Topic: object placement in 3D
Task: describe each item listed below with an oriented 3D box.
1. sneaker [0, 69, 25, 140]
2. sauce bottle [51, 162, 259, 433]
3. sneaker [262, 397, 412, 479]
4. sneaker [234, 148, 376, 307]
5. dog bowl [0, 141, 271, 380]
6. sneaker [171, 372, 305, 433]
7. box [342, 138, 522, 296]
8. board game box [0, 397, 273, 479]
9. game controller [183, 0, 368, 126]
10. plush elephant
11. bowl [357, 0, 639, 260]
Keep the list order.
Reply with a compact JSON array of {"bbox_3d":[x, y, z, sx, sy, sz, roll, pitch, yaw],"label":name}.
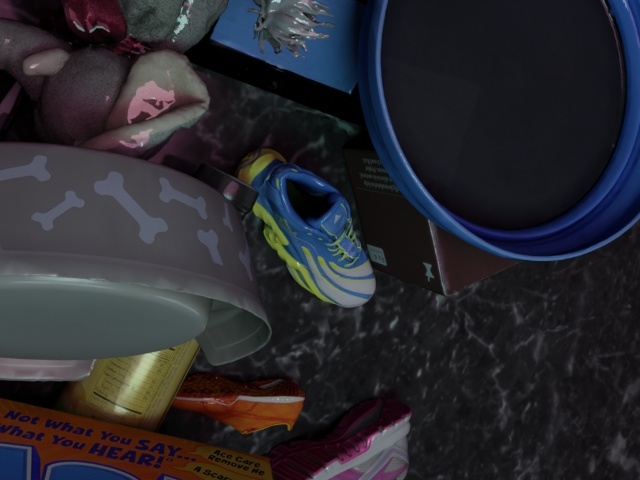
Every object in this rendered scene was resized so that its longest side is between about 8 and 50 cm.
[{"bbox_3d":[-0.382,-0.074,0.720,0.124,0.107,0.283,38,82,-21],"label":"sneaker"},{"bbox_3d":[-0.172,0.086,0.842,0.111,0.111,0.344,29,87,-28],"label":"sauce bottle"},{"bbox_3d":[0.016,0.298,0.985,0.252,0.103,0.111,-22,107,-21],"label":"sneaker"},{"bbox_3d":[0.000,0.000,0.908,0.091,0.126,0.240,-49,116,-11],"label":"sneaker"},{"bbox_3d":[-0.214,0.032,0.635,0.348,0.349,0.102,8,67,-28],"label":"dog bowl"},{"bbox_3d":[-0.099,0.196,0.933,0.175,0.064,0.067,12,104,-25],"label":"sneaker"},{"bbox_3d":[0.167,-0.059,0.956,0.203,0.168,0.167,-22,108,-22],"label":"box"},{"bbox_3d":[-0.245,0.388,0.651,0.356,0.356,0.356,17,107,-17],"label":"board game box"},{"bbox_3d":[-0.021,-0.233,0.860,0.319,0.067,0.166,16,130,-27],"label":"game controller"},{"bbox_3d":[-0.184,-0.178,0.667,0.330,0.272,0.255,34,78,-16],"label":"plush elephant"},{"bbox_3d":[0.213,-0.174,0.831,0.391,0.077,0.391,0,91,-24],"label":"bowl"}]
